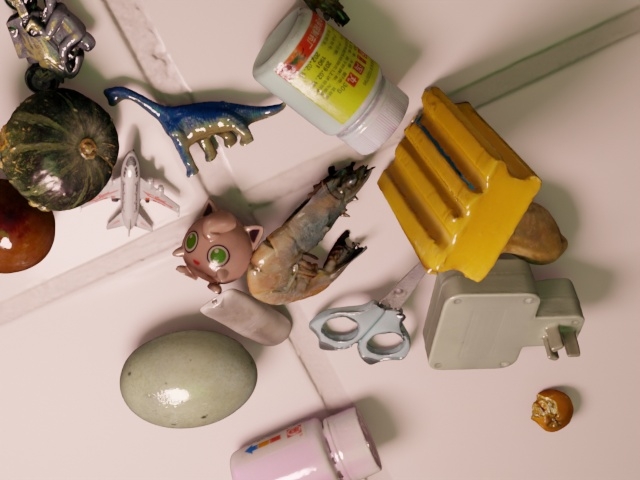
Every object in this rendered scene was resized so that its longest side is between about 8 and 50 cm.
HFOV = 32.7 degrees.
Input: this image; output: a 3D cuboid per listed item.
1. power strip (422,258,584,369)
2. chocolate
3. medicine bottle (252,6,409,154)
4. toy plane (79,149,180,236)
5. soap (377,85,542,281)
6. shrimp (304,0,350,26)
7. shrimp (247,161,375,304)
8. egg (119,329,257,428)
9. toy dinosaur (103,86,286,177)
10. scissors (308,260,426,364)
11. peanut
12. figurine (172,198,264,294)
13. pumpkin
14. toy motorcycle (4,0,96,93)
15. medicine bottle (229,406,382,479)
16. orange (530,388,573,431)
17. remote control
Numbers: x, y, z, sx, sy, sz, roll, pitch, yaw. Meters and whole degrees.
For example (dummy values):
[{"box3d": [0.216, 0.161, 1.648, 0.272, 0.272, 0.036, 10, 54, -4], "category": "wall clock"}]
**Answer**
[{"box3d": [0.325, 0.149, 1.897, 0.261, 0.141, 0.229, -1, 139, -7], "category": "power strip"}, {"box3d": [-0.498, -0.027, 1.713, 0.177, 0.176, 0.176, -3, 115, -6], "category": "chocolate"}, {"box3d": [0.016, -0.246, 1.699, 0.225, 0.139, 0.139, 36, 106, -21], "category": "medicine bottle"}, {"box3d": [-0.309, -0.079, 1.771, 0.162, 0.065, 0.171, 3, 126, -9], "category": "toy plane"}, {"box3d": [0.205, -0.092, 1.701, 0.096, 0.324, 0.204, 21, 111, -23], "category": "soap"}, {"box3d": [0.011, -0.438, 1.661, 0.150, 0.051, 0.217, -32, 111, 0], "category": "shrimp"}, {"box3d": [0.005, 0.004, 1.831, 0.289, 0.075, 0.178, -50, 135, -11], "category": "shrimp"}, {"box3d": [-0.227, 0.238, 1.878, 0.237, 0.169, 0.169, -5, 116, -9], "category": "egg"}, {"box3d": [-0.192, -0.215, 1.727, 0.248, 0.075, 0.188, -26, 112, 12], "category": "toy dinosaur"}, {"box3d": [0.123, 0.106, 1.861, 0.191, 0.029, 0.360, 21, 138, -16], "category": "scissors"}, {"box3d": [0.321, -0.020, 1.869, 0.236, 0.110, 0.120, 21, 90, -24], "category": "peanut"}, {"box3d": [-0.171, 0.013, 1.806, 0.125, 0.125, 0.138, 27, 95, -18], "category": "figurine"}, {"box3d": [-0.400, -0.140, 1.674, 0.146, 0.190, 0.190, -18, 121, 35], "category": "pumpkin"}, {"box3d": [-0.406, -0.312, 1.653, 0.124, 0.061, 0.193, -6, 122, 2], "category": "toy motorcycle"}, {"box3d": [-0.026, 0.411, 1.998, 0.255, 0.152, 0.152, -23, 116, 3], "category": "medicine bottle"}, {"box3d": [0.443, 0.327, 2.071, 0.086, 0.062, 0.086, -4, 117, -8], "category": "orange"}, {"box3d": [-0.119, 0.140, 1.864, 0.073, 0.044, 0.229, -31, 149, 14], "category": "remote control"}]
